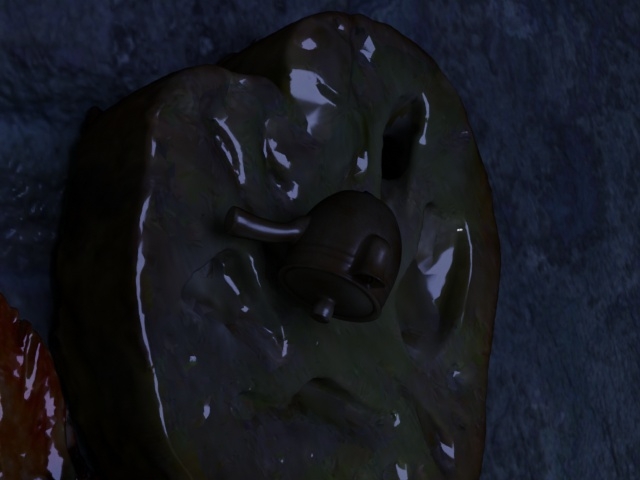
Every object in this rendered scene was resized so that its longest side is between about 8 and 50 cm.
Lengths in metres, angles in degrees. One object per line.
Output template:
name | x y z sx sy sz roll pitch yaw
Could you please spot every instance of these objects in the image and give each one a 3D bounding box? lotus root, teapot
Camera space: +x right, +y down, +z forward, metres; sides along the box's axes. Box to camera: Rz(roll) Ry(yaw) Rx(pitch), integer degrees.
lotus root | -0.006 0.038 0.932 0.390 0.111 0.375 -48 118 -43
teapot | 0.000 0.000 0.816 0.110 0.085 0.080 32 64 -19

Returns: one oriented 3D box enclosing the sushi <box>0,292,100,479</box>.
sushi | -0.181 0.139 0.702 0.124 0.130 0.332 -41 116 -50
